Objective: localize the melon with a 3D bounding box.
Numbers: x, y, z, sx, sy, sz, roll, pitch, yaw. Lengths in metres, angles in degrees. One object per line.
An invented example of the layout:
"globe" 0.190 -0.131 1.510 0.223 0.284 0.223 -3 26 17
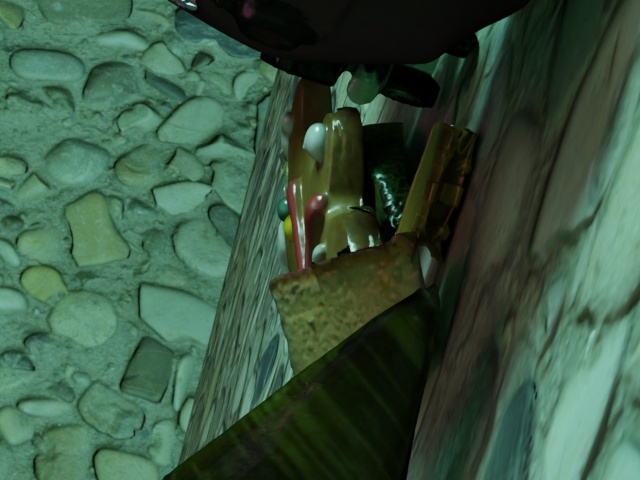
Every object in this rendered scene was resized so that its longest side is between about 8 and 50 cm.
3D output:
"melon" 0.039 -0.033 1.279 0.262 0.053 0.114 -113 32 -81

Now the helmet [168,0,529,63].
"helmet" 0.040 -0.209 0.937 0.338 0.197 0.271 13 76 50

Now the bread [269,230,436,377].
"bread" 0.021 0.046 0.994 0.109 0.080 0.084 127 131 -78

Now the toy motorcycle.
"toy motorcycle" 0.001 -0.180 1.240 0.331 0.196 0.125 -130 59 -76

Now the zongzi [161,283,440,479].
"zongzi" -0.055 0.220 0.988 0.432 0.208 0.403 -56 -6 -4

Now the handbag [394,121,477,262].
"handbag" 0.072 -0.031 1.053 0.061 0.027 0.083 -109 37 -81

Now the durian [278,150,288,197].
"durian" -0.003 -0.034 1.547 0.110 0.071 0.140 104 162 -44

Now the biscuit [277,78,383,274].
"biscuit" 0.000 0.000 1.265 0.339 0.047 0.216 -107 17 -64
